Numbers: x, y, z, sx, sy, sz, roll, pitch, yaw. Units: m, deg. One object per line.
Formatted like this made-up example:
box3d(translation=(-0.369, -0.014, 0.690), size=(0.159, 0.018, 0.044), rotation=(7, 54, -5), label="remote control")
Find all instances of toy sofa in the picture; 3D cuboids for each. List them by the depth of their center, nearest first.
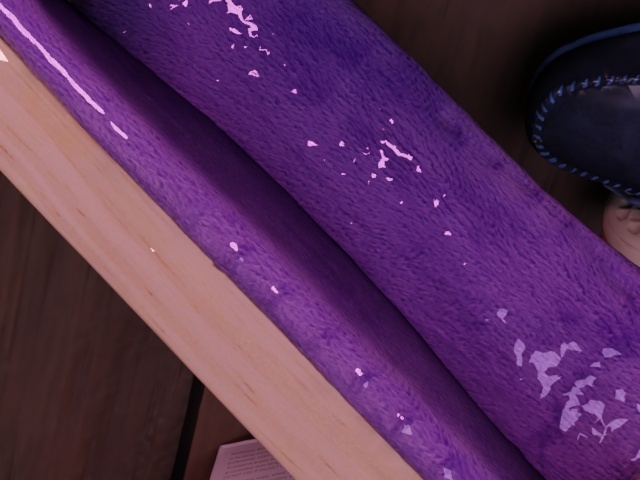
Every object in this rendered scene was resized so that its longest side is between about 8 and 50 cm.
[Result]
box3d(translation=(0.000, 0.000, 0.551), size=(0.177, 0.150, 0.362), rotation=(-45, 83, 4), label="toy sofa")

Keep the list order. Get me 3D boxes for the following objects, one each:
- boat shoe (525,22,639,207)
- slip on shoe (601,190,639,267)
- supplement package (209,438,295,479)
box3d(translation=(0.221, -0.040, 0.645), size=(0.258, 0.089, 0.109), rotation=(6, 137, 9), label="boat shoe")
box3d(translation=(0.298, 0.022, 0.759), size=(0.331, 0.123, 0.101), rotation=(5, 123, -20), label="slip on shoe")
box3d(translation=(0.070, 0.232, 0.765), size=(0.204, 0.145, 0.262), rotation=(-13, 123, 22), label="supplement package")
